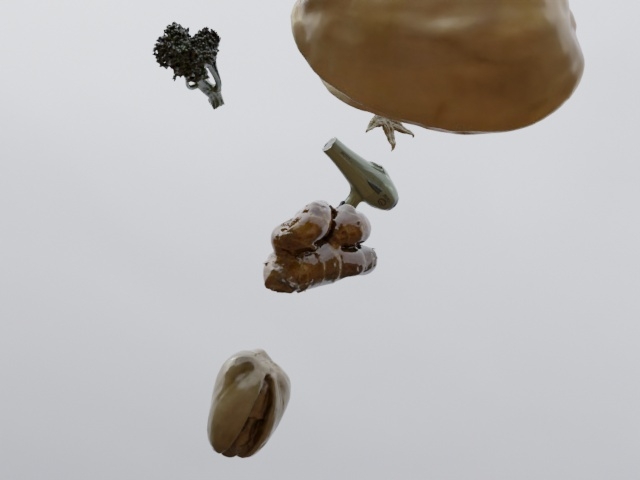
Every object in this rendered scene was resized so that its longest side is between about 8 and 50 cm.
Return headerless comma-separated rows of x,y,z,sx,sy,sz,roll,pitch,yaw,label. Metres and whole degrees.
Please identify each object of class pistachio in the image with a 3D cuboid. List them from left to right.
-0.101,0.219,1.241,0.113,0.149,0.113,28,-2,1,pistachio
0.093,-0.157,0.731,0.229,0.157,0.157,8,-40,18,pistachio

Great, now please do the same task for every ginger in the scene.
0.000,0.000,1.062,0.073,0.162,0.103,22,-67,44,ginger

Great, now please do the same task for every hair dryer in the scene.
0.019,-0.077,1.548,0.199,0.067,0.167,-35,-63,-2,hair dryer

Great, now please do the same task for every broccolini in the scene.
-0.143,-0.195,1.133,0.073,0.058,0.201,7,-20,11,broccolini

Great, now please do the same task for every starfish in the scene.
0.085,-0.160,1.208,0.086,0.092,0.016,-6,-13,-45,starfish
